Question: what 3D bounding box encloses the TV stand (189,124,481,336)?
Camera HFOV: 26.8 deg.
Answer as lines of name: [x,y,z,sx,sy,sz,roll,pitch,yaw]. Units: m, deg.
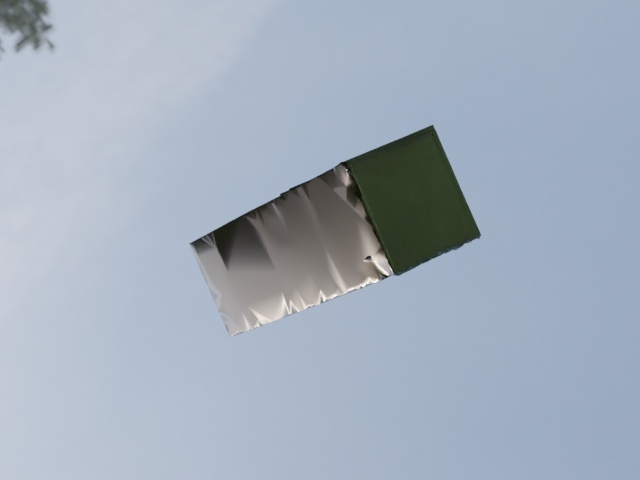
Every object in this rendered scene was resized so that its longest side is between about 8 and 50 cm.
TV stand: [0.000,0.000,0.988,0.082,0.088,0.269,-22,178,-31]
